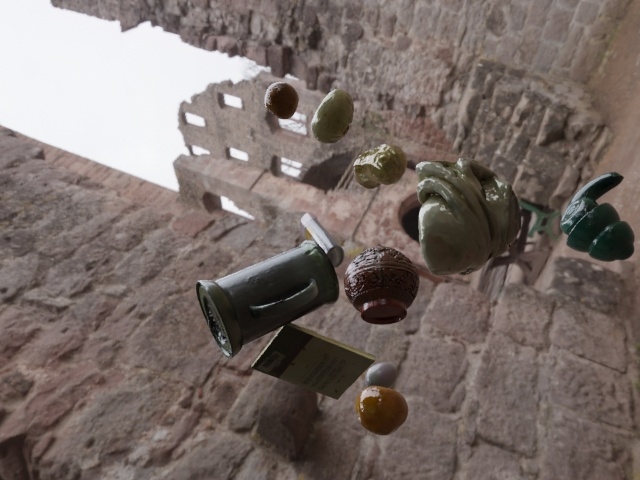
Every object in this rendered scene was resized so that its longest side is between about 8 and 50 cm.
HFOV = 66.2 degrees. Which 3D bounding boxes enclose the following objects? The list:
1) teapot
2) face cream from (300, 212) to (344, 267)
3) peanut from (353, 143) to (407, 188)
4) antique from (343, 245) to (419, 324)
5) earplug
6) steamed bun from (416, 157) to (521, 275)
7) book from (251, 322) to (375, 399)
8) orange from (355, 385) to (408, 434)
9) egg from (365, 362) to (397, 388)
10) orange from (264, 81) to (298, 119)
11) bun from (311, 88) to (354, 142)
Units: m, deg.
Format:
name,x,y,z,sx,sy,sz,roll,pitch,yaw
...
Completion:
name,x,y,z,sx,sy,sz,roll,pitch,yaw
teapot,-0.103,0.130,1.200,0.337,0.270,0.200,-23,-82,-25
face cream,0.000,0.000,1.775,0.269,0.073,0.107,-130,38,-54
peanut,0.203,-0.253,1.724,0.306,0.147,0.146,0,65,67
antique,0.080,0.055,0.647,0.104,0.104,0.103,20,-90,-76
earplug,0.836,-0.057,1.467,0.258,0.280,0.163,-16,-39,-17
steamed bun,0.340,-0.054,1.103,0.280,0.207,0.267,-1,-95,-65
book,-0.019,0.337,1.353,0.201,0.290,0.026,-53,22,26
orange,0.180,0.504,1.455,0.159,0.159,0.136,75,-151,-67
egg,0.240,0.539,1.946,0.135,0.103,0.103,-24,-32,-16
orange,-0.084,-0.302,1.068,0.085,0.085,0.084,20,-90,-76
bun,0.063,-0.450,1.835,0.222,0.128,0.222,-49,-17,-20
